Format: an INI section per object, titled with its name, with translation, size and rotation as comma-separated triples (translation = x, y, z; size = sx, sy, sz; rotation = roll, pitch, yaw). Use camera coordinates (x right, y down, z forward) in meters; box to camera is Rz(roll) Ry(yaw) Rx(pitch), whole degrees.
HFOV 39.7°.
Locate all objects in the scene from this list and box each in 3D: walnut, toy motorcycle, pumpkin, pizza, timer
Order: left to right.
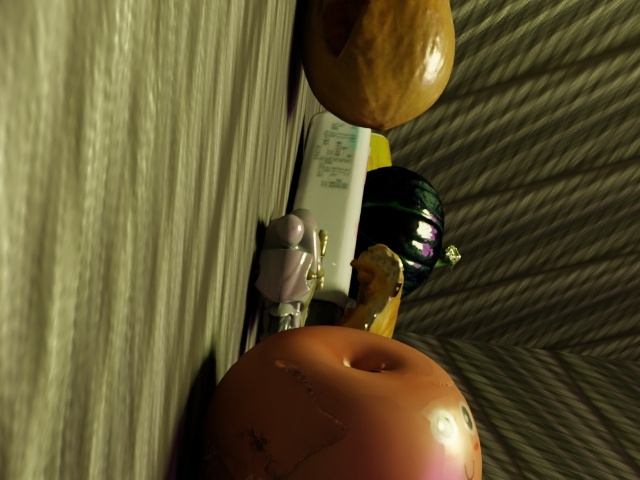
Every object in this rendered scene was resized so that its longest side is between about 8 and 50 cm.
[toy motorcycle]
translation = -0.034, 0.030, 0.992
size = 0.225, 0.073, 0.152
rotation = -77, 171, -62
[timer]
translation = 0.014, 0.186, 0.713
size = 0.229, 0.229, 0.215
rotation = -68, 165, -81
[pizza]
translation = 0.039, 0.151, 1.151
size = 0.182, 0.073, 0.365
rotation = -48, 158, -36
[walnut]
translation = 0.072, -0.286, 1.140
size = 0.203, 0.203, 0.298
rotation = 88, 6, -75
[pumpkin]
translation = 0.137, 0.003, 1.563
size = 0.248, 0.247, 0.248
rotation = 7, 90, -88

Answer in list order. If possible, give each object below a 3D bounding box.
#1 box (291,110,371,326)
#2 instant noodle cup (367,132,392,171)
[box]
translation = 0.000, 0.000, 1.330
size = 0.190, 0.112, 0.370
rotation = 94, 6, -51
[instant noodle cup]
translation = 0.077, -0.100, 1.894
size = 0.215, 0.215, 0.236
rotation = 82, 9, -81
